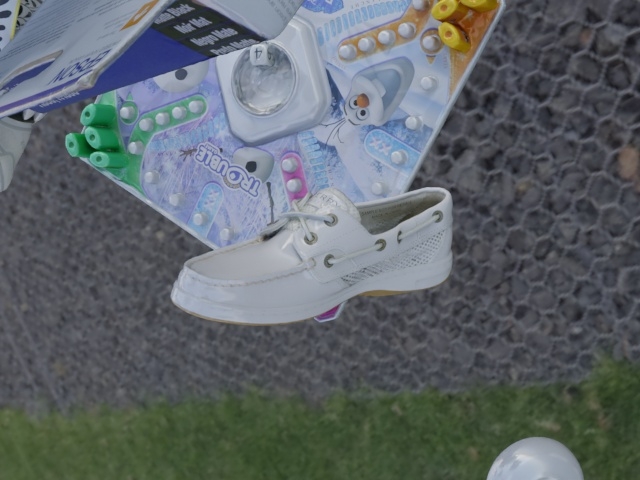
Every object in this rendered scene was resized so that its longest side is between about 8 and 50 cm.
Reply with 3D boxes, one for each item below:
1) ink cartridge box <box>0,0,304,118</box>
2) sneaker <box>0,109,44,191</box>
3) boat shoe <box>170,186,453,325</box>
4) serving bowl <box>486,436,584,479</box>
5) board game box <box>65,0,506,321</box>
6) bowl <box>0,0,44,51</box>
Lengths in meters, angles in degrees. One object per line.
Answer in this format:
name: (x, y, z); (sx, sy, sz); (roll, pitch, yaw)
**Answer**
ink cartridge box: (-0.067, -0.118, 0.475); (0.045, 0.224, 0.223); (45, 155, -26)
sneaker: (-0.329, -0.111, 0.889); (0.110, 0.292, 0.118); (19, 89, 20)
boat shoe: (0.000, 0.000, 0.894); (0.098, 0.277, 0.096); (30, 123, 44)
serving bowl: (0.177, 0.202, 0.860); (0.027, 0.083, 0.083); (-149, 39, -76)
board game box: (-0.061, -0.172, 1.140); (0.390, 0.050, 0.390); (33, 104, 20)
bowl: (-0.231, -0.185, 0.739); (0.080, 0.170, 0.170); (15, 139, -9)
